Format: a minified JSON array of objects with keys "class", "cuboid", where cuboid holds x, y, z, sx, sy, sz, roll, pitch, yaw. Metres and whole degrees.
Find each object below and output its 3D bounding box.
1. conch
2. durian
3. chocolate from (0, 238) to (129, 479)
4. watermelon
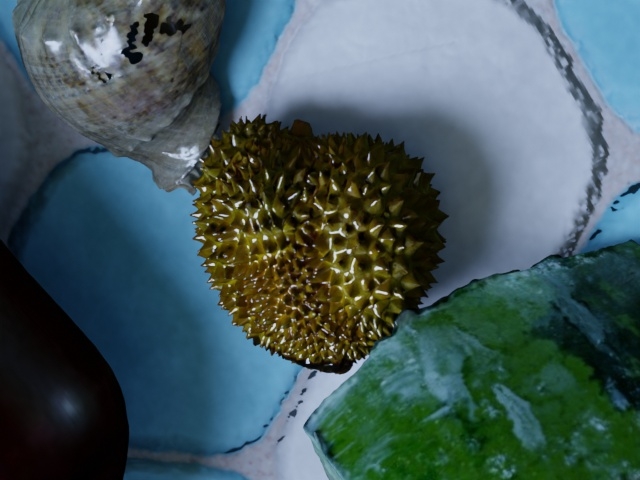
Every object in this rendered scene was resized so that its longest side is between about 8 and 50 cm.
[{"class":"conch","cuboid":[-0.124,-0.125,1.080,0.155,0.130,0.207,20,140,44]},{"class":"durian","cuboid":[0.000,0.000,1.049,0.158,0.137,0.168,-5,96,39]},{"class":"chocolate","cuboid":[-0.289,0.118,1.074,0.331,0.384,0.384,35,113,-13]},{"class":"watermelon","cuboid":[0.164,0.170,0.998,0.264,0.151,0.302,-25,110,-17]}]
